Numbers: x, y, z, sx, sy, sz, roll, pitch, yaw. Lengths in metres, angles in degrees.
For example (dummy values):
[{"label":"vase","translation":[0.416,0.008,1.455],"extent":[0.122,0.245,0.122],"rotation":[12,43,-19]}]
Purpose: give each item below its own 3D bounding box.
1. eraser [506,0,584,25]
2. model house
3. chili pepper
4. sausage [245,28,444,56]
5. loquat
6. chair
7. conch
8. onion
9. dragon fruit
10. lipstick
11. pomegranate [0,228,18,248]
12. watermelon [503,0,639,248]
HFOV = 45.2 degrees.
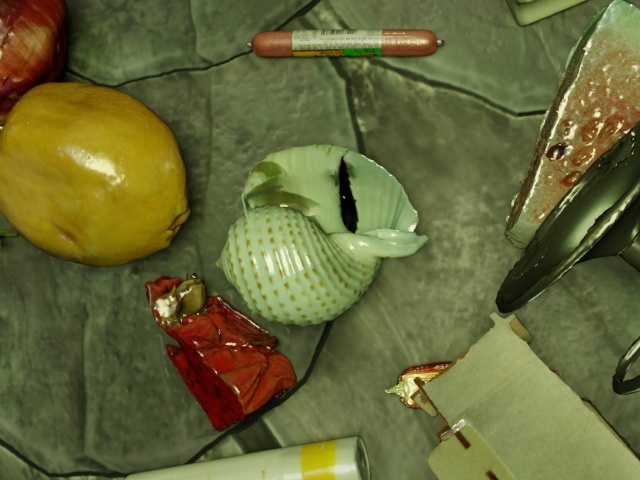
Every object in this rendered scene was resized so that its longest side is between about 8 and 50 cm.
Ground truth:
[{"label":"eraser","translation":[0.291,-0.365,0.765],"extent":[0.274,0.092,0.210],"rotation":[-23,80,12]},{"label":"model house","translation":[0.236,0.253,0.671],"extent":[0.169,0.244,0.326],"rotation":[-44,44,5]},{"label":"chili pepper","translation":[0.153,0.141,0.783],"extent":[0.178,0.027,0.045],"rotation":[-11,87,12]},{"label":"sausage","translation":[0.023,-0.216,0.842],"extent":[0.223,0.029,0.029],"rotation":[3,86,13]},{"label":"loquat","translation":[-0.245,-0.071,0.815],"extent":[0.234,0.176,0.187],"rotation":[22,99,10]},{"label":"chair","translation":[0.365,0.093,0.609],"extent":[0.401,0.226,0.226],"rotation":[39,94,3]},{"label":"conch","translation":[-0.005,0.006,0.781],"extent":[0.200,0.131,0.172],"rotation":[3,57,-14]},{"label":"onion","translation":[-0.367,-0.189,0.867],"extent":[0.230,0.163,0.230],"rotation":[-20,41,19]},{"label":"dragon fruit","translation":[-0.116,0.109,0.840],"extent":[0.092,0.122,0.192],"rotation":[-34,71,-32]},{"label":"lipstick","translation":[-0.082,0.255,0.812],"extent":[0.264,0.059,0.059],"rotation":[-12,83,12]},{"label":"pomegranate","translation":[-0.455,-0.037,0.896],"extent":[0.191,0.131,0.152],"rotation":[36,88,-9]},{"label":"watermelon","translation":[0.270,-0.089,0.757],"extent":[0.154,0.094,0.241],"rotation":[35,95,4]}]
